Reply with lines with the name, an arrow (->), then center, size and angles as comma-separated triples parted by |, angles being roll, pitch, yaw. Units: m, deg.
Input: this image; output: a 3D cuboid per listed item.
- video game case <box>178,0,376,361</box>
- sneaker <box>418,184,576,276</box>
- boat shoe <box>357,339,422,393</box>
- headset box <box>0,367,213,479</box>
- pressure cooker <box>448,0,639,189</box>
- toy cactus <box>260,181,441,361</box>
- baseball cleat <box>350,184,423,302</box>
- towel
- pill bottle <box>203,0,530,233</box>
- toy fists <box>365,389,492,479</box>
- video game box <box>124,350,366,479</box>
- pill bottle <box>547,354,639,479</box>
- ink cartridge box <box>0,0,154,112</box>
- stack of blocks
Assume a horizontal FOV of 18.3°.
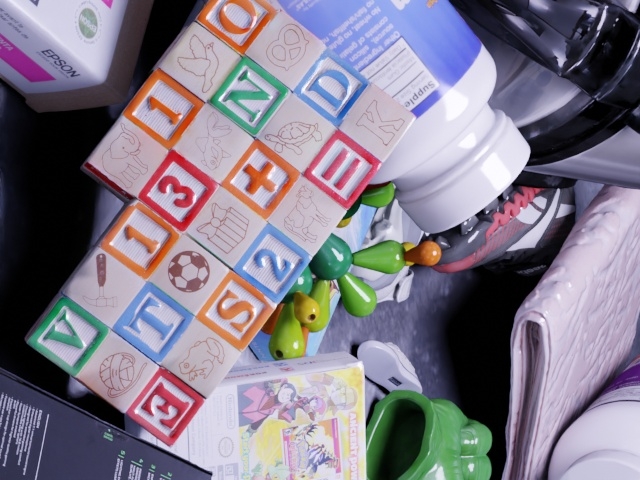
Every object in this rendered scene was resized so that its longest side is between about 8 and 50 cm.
video game case -> -0.042, -0.073, 1.684 | 0.269, 0.061, 0.244 | 57, 45, -40
sneaker -> 0.188, -0.012, 2.004 | 0.276, 0.097, 0.135 | -37, 118, -53
boat shoe -> 0.064, 0.114, 1.873 | 0.100, 0.035, 0.035 | 41, 28, -45
headset box -> -0.210, 0.238, 1.347 | 0.283, 0.131, 0.246 | 34, 61, -52
pressure cooker -> 0.223, -0.240, 1.803 | 0.420, 0.370, 0.375 | 6, 80, -51
toy cactus -> 0.000, 0.000, 1.616 | 0.219, 0.112, 0.180 | -53, 123, -29
baseball cleat -> 0.071, -0.016, 1.869 | 0.206, 0.072, 0.109 | -52, 147, -42
towel -> 0.267, 0.096, 2.069 | 0.332, 0.053, 0.317 | -50, 154, -44
pill bottle -> 0.042, -0.142, 1.572 | 0.272, 0.152, 0.152 | 49, 45, -15
toy fists -> 0.094, 0.282, 1.854 | 0.142, 0.096, 0.279 | 43, 53, -49
video game box -> -0.056, 0.198, 1.553 | 0.187, 0.048, 0.205 | -6, 106, -18
pill bottle -> 0.349, 0.231, 2.073 | 0.323, 0.181, 0.181 | -31, 115, -60
ink cartridge box -> -0.210, -0.229, 1.403 | 0.234, 0.088, 0.193 | 41, 55, -50
stack of blocks -> -0.091, -0.021, 1.441 | 0.171, 0.087, 0.297 | 37, 84, -8
